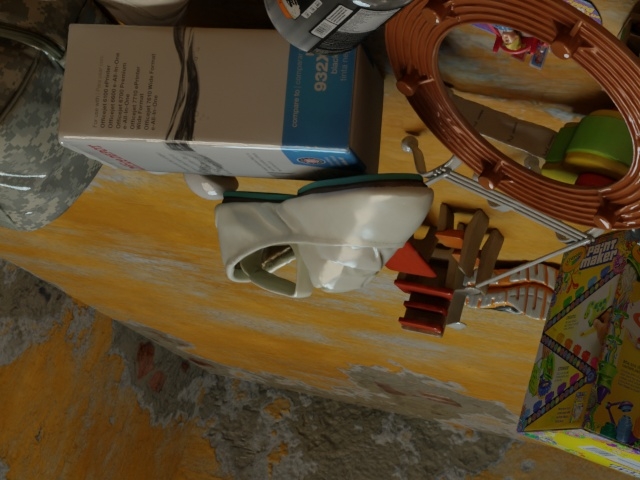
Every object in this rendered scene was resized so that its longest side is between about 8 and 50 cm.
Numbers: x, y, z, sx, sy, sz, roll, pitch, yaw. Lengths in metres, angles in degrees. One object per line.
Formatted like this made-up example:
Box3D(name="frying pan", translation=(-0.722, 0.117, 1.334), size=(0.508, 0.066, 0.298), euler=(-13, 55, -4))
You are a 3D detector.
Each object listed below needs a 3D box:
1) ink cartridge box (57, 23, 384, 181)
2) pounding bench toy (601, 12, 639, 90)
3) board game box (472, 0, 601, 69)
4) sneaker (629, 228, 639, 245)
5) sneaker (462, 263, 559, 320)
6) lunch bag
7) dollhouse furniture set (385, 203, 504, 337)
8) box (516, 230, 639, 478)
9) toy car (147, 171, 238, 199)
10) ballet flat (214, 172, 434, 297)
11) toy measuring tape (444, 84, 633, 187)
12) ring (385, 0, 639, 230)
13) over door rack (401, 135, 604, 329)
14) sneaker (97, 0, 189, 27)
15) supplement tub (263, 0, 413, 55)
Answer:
Box3D(name="ink cartridge box", translation=(-0.098, -0.143, 1.456), size=(0.307, 0.129, 0.223), euler=(3, 175, 10))
Box3D(name="pounding bench toy", translation=(0.292, -0.170, 1.201), size=(0.052, 0.065, 0.083), euler=(18, 165, 3))
Box3D(name="board game box", translation=(0.179, -0.205, 1.271), size=(0.169, 0.033, 0.133), euler=(20, 165, -9))
Box3D(name="sneaker", translation=(0.449, -0.006, 1.555), size=(0.147, 0.104, 0.296), euler=(8, 156, 40))
Box3D(name="sneaker", translation=(0.317, 0.078, 2.060), size=(0.215, 0.084, 0.083), euler=(8, 176, 45))
Box3D(name="lunch bag", translation=(-0.372, -0.166, 1.612), size=(0.213, 0.256, 0.305), euler=(14, 164, 13))
Box3D(name="dollhouse furniture set", translation=(0.131, 0.038, 1.997), size=(0.262, 0.135, 0.259), euler=(10, 163, 28))
Box3D(name="box", translation=(0.461, 0.173, 1.822), size=(0.290, 0.279, 0.177), euler=(23, 164, -15))
Box3D(name="toy car", translation=(-0.148, -0.153, 1.676), size=(0.182, 0.159, 0.136), euler=(25, -159, -29))
Box3D(name="ballet flat", translation=(0.000, 0.000, 1.521), size=(0.139, 0.139, 0.400), euler=(26, 166, -27))
Box3D(name="toy measuring tape", translation=(0.257, -0.108, 1.412), size=(0.330, 0.121, 0.121), euler=(25, 168, 17))
Box3D(name="ring", translation=(0.198, -0.120, 1.295), size=(0.336, 0.032, 0.336), euler=(33, 157, 16))
Box3D(name="over door rack", translation=(0.175, -0.026, 1.720), size=(0.239, 0.108, 0.324), euler=(24, 143, -21))
Box3D(name="sneaker", translation=(-0.232, -0.291, 1.368), size=(0.232, 0.090, 0.115), euler=(13, 161, -19))
Box3D(name="supplement tub", translation=(0.029, -0.238, 1.162), size=(0.117, 0.117, 0.190), euler=(22, 164, -14))
